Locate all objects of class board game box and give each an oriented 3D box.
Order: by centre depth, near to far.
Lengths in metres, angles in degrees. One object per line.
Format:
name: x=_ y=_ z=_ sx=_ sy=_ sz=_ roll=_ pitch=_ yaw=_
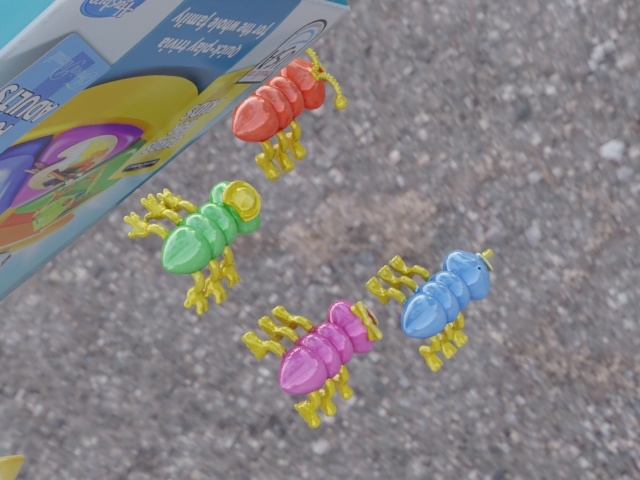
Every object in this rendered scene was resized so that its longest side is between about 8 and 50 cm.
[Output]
board game box: x=-0.169 y=-0.030 z=0.617 sx=0.336 sy=0.254 sz=0.079 roll=-38 pitch=82 yaw=18

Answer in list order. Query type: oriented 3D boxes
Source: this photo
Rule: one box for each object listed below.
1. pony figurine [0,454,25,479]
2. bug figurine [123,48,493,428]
pony figurine: x=-0.351 y=0.349 z=1.015 sx=0.303 sy=0.351 sz=0.363 roll=-16 pitch=78 yaw=54
bug figurine: x=0.000 y=0.000 z=1.049 sx=0.216 sy=0.279 sz=0.072 roll=-45 pitch=7 yaw=-29
